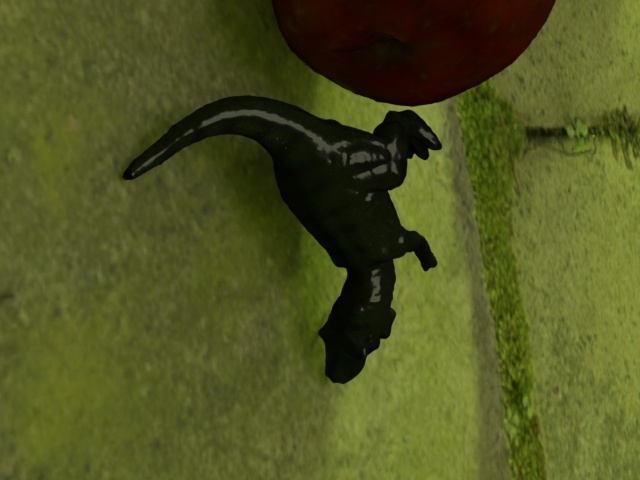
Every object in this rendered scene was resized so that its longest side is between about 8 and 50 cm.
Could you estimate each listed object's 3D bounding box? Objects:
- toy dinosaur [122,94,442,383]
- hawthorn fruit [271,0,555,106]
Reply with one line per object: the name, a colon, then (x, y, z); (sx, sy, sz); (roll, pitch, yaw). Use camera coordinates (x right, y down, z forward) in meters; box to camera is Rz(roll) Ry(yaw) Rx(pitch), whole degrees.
toy dinosaur: (0.000, 0.000, 0.979); (0.179, 0.087, 0.187); (-41, 115, -55)
hawthorn fruit: (0.052, -0.166, 1.022); (0.189, 0.189, 0.189); (22, 63, -54)
